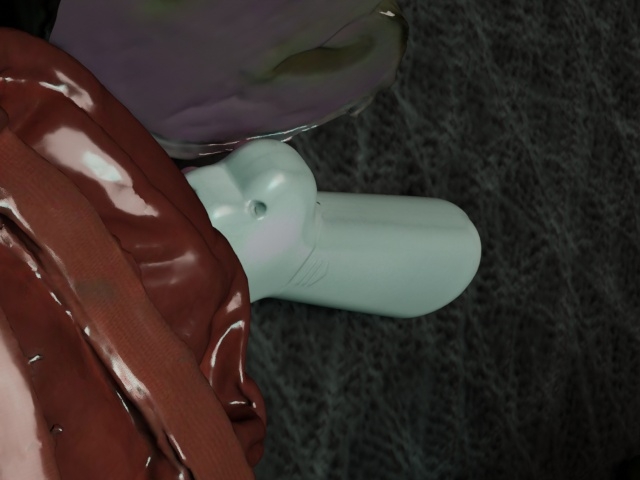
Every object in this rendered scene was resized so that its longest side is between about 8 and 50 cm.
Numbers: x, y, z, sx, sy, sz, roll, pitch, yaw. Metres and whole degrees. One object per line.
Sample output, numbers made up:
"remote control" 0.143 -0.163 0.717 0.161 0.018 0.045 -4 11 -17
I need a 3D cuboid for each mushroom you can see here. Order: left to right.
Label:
"mushroom" -0.052 -0.110 0.687 0.141 0.117 0.188 -47 153 12

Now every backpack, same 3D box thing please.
"backpack" -0.120 0.034 0.590 0.229 0.139 0.229 3 85 -38

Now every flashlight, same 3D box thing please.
"flashlight" 0.000 0.000 0.772 0.200 0.093 0.047 6 39 -50

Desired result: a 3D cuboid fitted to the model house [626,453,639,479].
"model house" 0.282 0.238 0.814 0.342 0.382 0.335 -7 91 -44
